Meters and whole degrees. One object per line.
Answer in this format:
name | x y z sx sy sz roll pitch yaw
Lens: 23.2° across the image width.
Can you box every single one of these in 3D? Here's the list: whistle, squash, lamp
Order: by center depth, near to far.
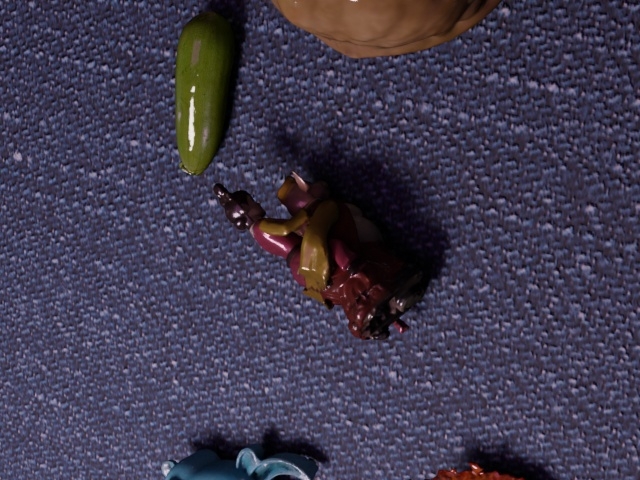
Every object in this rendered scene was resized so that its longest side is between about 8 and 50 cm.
lamp | 0.000 0.000 1.709 0.253 0.118 0.118 42 125 25
squash | -0.138 -0.167 1.794 0.066 0.066 0.201 26 121 30
whistle | -0.085 0.330 1.888 0.274 0.093 0.186 24 117 27

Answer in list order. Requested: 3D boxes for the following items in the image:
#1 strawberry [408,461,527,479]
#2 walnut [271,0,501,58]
strawberry | 0.190 0.341 1.673 0.236 0.107 0.175 29 83 27
walnut | 0.061 -0.332 1.428 0.306 0.306 0.344 22 113 31
